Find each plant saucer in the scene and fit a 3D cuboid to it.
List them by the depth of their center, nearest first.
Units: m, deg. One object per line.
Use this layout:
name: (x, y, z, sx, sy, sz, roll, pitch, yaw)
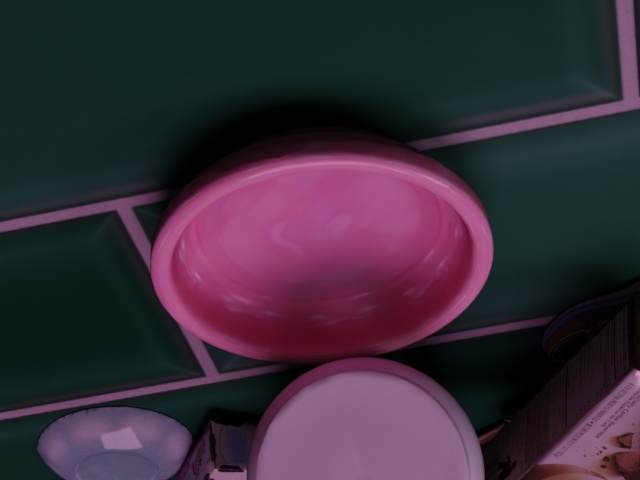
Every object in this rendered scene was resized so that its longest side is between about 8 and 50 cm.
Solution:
plant saucer: (0.000, 0.000, 1.373, 0.332, 0.084, 0.332, -3, 143, -2)
plant saucer: (-0.252, 0.271, 1.729, 0.195, 0.037, 0.195, -3, 143, -2)

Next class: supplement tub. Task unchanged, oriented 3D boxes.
supplement tub: (0.050, 0.249, 1.479, 0.241, 0.241, 0.331, -7, 171, 3)

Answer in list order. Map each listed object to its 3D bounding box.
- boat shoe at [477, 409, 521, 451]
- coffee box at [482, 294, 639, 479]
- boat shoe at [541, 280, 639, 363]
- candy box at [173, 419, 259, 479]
boat shoe: (0.266, 0.264, 1.703, 0.110, 0.121, 0.341, 25, 134, -33)
coffee box: (0.321, 0.219, 1.518, 0.168, 0.119, 0.297, 28, 128, -12)
boat shoe: (0.325, 0.098, 1.542, 0.183, 0.066, 0.066, -32, 134, 31)
candy box: (-0.050, 0.299, 1.745, 0.233, 0.071, 0.159, 7, 140, -23)
